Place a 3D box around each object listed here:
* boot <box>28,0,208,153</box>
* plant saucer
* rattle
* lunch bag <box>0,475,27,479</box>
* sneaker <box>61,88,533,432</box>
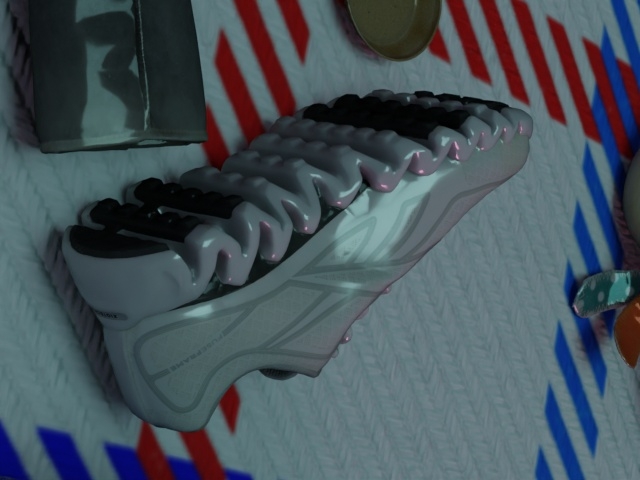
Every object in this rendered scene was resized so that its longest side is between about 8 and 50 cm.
[{"bbox_3d":[-0.125,-0.144,0.748,0.189,0.076,0.209,0,97,-44],"label":"boot"},{"bbox_3d":[0.039,-0.145,0.945,0.083,0.015,0.083,0,90,-45],"label":"plant saucer"},{"bbox_3d":[0.250,0.007,1.152,0.130,0.143,0.200,31,82,-7],"label":"rattle"},{"bbox_3d":[-0.050,0.251,0.797,0.293,0.138,0.221,29,68,-55],"label":"lunch bag"},{"bbox_3d":[0.000,0.000,0.853,0.292,0.110,0.118,-26,116,-34],"label":"sneaker"}]
